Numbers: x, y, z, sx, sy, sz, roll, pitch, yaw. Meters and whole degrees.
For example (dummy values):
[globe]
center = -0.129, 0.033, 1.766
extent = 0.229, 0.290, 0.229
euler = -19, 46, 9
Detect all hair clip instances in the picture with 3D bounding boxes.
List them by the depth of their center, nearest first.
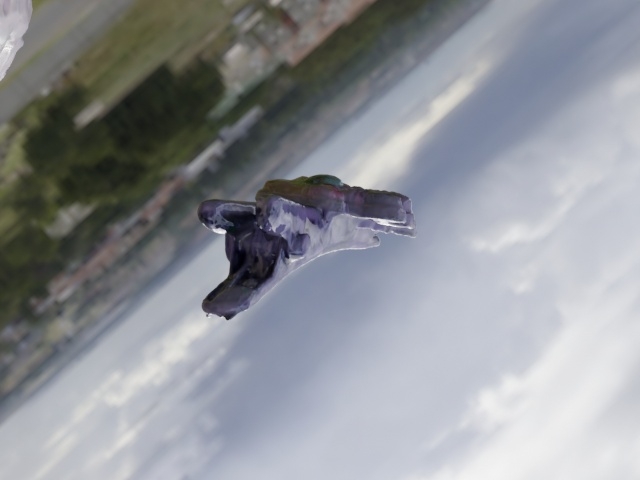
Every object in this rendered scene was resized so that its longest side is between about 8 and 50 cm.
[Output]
[hair clip]
center = -0.003, -0.013, 1.373
extent = 0.137, 0.090, 0.278
euler = 2, -166, 29

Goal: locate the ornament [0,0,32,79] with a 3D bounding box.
[ornament]
center = -0.264, -0.118, 0.755
extent = 0.259, 0.225, 0.259
euler = -46, -179, 1
